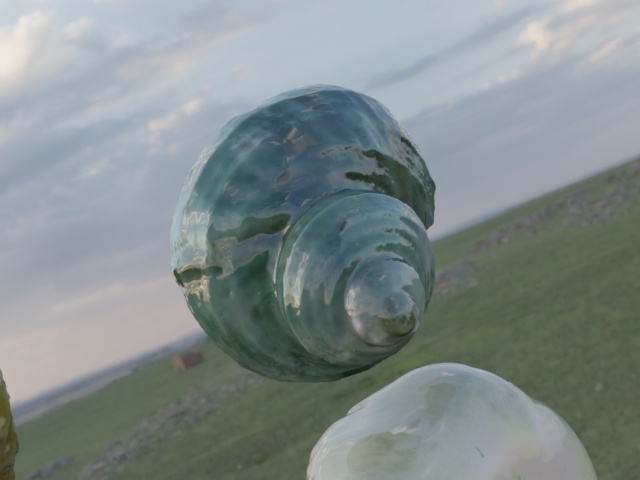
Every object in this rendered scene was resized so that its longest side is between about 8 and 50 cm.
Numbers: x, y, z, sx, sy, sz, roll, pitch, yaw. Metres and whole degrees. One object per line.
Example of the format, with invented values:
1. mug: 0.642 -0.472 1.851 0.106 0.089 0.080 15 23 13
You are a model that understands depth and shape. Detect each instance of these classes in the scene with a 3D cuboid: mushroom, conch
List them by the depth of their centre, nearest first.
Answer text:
1. conch: 0.000 0.000 0.791 0.220 0.195 0.277 -8 26 -16
2. mushroom: 0.083 0.226 0.835 0.260 0.254 0.234 16 -32 -34

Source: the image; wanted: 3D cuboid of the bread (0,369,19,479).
1. bread: -0.470 0.208 1.311 0.196 0.238 0.252 -67 6 -25
